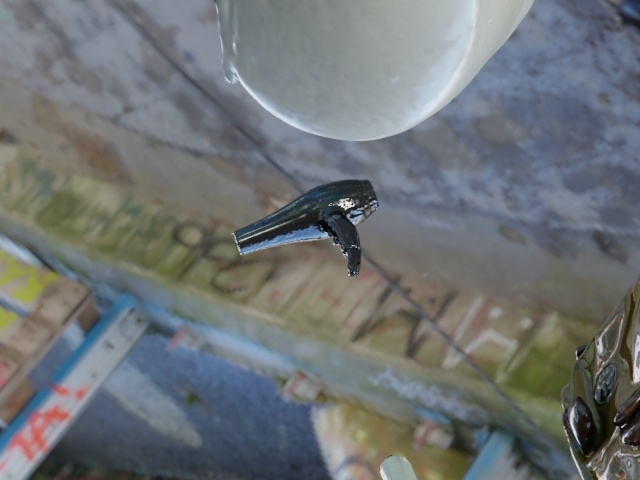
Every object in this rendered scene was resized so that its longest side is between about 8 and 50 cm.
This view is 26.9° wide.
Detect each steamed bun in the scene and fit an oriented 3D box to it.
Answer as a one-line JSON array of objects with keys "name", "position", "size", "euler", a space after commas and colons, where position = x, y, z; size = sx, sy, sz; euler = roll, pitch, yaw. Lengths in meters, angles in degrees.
[{"name": "steamed bun", "position": [0.041, -0.174, 0.745], "size": [0.164, 0.146, 0.242], "euler": [22, 135, 21]}]

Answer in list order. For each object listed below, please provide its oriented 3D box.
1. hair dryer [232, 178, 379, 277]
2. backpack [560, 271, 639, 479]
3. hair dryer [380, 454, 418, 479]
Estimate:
[{"name": "hair dryer", "position": [0.000, 0.000, 1.684], "size": [0.219, 0.195, 0.075], "euler": [-123, 13, -63]}, {"name": "backpack", "position": [0.420, 0.196, 1.546], "size": [0.201, 0.378, 0.354], "euler": [16, 118, -17]}, {"name": "hair dryer", "position": [0.109, 0.285, 1.289], "size": [0.236, 0.131, 0.073], "euler": [-120, 30, -62]}]
